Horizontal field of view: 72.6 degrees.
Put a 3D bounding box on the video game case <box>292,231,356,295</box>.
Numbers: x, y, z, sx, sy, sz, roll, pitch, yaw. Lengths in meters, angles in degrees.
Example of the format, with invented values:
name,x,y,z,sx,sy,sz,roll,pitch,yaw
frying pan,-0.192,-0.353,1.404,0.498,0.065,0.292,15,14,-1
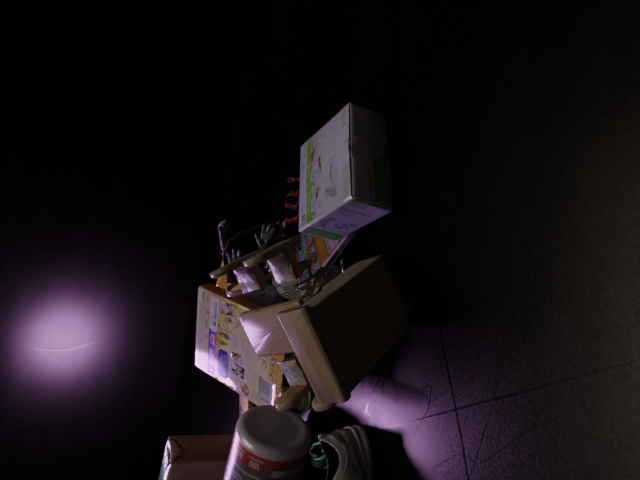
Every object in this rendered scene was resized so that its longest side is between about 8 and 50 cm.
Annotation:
name,x,y,z,sx,sy,sz,roll,pitch,yaw
video game case,0.000,0.000,1.278,0.285,0.025,0.204,-54,35,36

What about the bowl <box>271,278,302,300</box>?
name,x,y,z,sx,sy,sz,roll,pitch,yaw
bowl,-0.111,0.117,1.433,0.170,0.080,0.170,-35,50,56

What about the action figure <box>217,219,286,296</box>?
name,x,y,z,sx,sy,sz,roll,pitch,yaw
action figure,-0.221,0.054,1.508,0.370,0.248,0.275,141,124,-75

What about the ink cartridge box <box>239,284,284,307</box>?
name,x,y,z,sx,sy,sz,roll,pitch,yaw
ink cartridge box,-0.225,0.208,1.525,0.060,0.180,0.104,-122,47,-56

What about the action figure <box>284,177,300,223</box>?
name,x,y,z,sx,sy,sz,roll,pitch,yaw
action figure,-0.075,-0.142,1.389,0.280,0.139,0.091,-34,53,55

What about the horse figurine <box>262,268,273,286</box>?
name,x,y,z,sx,sy,sz,roll,pitch,yaw
horse figurine,-0.220,0.129,1.682,0.174,0.066,0.263,-53,38,35

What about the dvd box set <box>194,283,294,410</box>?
name,x,y,z,sx,sy,sz,roll,pitch,yaw
dvd box set,-0.251,0.340,1.408,0.421,0.062,0.307,15,106,36

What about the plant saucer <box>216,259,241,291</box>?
name,x,y,z,sx,sy,sz,roll,pitch,yaw
plant saucer,-0.445,0.251,2.101,0.332,0.081,0.332,51,127,57

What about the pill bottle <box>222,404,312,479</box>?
name,x,y,z,sx,sy,sz,roll,pitch,yaw
pill bottle,-0.163,0.666,1.200,0.210,0.210,0.362,36,115,63

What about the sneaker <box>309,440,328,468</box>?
name,x,y,z,sx,sy,sz,roll,pitch,yaw
sneaker,0.003,0.511,1.057,0.166,0.076,0.065,-57,33,42

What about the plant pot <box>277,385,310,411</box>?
name,x,y,z,sx,sy,sz,roll,pitch,yaw
plant pot,-0.080,0.450,1.253,0.083,0.079,0.083,-32,54,57

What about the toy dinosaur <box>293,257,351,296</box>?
name,x,y,z,sx,sy,sz,roll,pitch,yaw
toy dinosaur,0.030,0.127,1.126,0.160,0.121,0.313,-70,20,-4

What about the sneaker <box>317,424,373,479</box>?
name,x,y,z,sx,sy,sz,roll,pitch,yaw
sneaker,0.058,0.525,0.888,0.105,0.115,0.281,-62,31,35

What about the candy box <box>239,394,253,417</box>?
name,x,y,z,sx,sy,sz,roll,pitch,yaw
candy box,-0.290,0.636,1.698,0.105,0.027,0.205,-48,41,45

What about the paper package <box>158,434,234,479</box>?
name,x,y,z,sx,sy,sz,roll,pitch,yaw
paper package,-0.418,0.884,1.552,0.168,0.310,0.324,27,105,64

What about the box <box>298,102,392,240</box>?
name,x,y,z,sx,sy,sz,roll,pitch,yaw
box,0.053,-0.164,1.093,0.231,0.127,0.261,-30,54,50

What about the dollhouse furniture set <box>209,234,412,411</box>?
name,x,y,z,sx,sy,sz,roll,pitch,yaw
dollhouse furniture set,-0.055,0.192,0.910,0.394,0.256,0.362,-20,96,42
